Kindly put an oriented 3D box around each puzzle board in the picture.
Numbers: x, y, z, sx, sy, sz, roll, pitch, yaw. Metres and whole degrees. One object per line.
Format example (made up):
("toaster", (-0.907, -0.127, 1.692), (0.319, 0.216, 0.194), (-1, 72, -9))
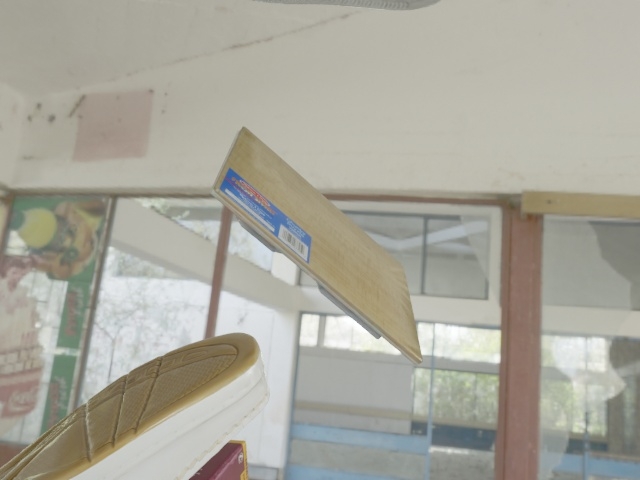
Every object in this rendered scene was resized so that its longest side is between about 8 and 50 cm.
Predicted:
("puzzle board", (0.000, 0.000, 0.333), (0.128, 0.096, 0.011), (40, -70, -16))

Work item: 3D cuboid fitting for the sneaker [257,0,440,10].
("sneaker", (-0.007, -0.377, 0.663), (0.322, 0.237, 0.130), (3, -6, -16))

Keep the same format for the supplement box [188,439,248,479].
("supplement box", (-0.132, 0.262, 0.576), (0.080, 0.104, 0.188), (-2, 7, 16))

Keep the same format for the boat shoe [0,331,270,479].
("boat shoe", (-0.133, 0.158, 0.367), (0.277, 0.096, 0.098), (-35, 13, -1))
